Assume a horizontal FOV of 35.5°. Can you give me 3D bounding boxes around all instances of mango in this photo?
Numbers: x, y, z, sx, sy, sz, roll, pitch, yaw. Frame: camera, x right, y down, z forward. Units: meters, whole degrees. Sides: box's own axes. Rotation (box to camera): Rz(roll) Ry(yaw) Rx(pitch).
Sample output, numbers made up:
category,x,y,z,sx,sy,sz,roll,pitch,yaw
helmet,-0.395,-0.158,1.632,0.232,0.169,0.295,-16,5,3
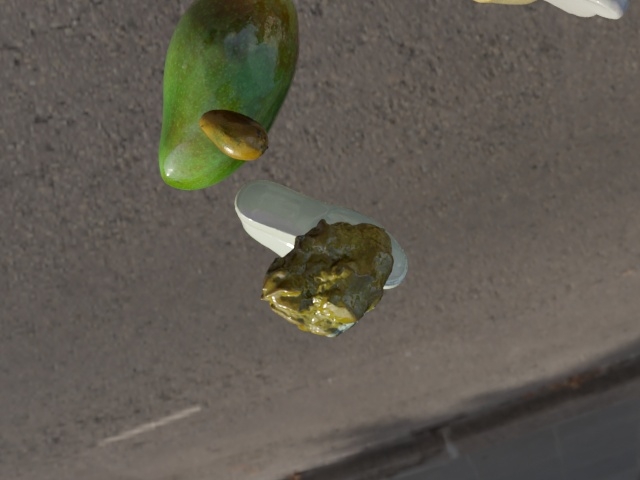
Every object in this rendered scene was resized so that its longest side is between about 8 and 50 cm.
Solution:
category,x,y,z,sx,sy,sz,roll,pitch,yaw
mango,-0.129,-0.157,1.468,0.079,0.114,0.057,-37,148,-52
mango,-0.165,-0.260,1.675,0.225,0.201,0.381,11,105,-64

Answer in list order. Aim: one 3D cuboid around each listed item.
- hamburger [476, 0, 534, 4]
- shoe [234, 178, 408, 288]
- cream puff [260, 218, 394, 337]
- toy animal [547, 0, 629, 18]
category,x,y,z,sx,sy,sz,roll,pitch,yaw
hamburger,0.325,-0.554,1.725,0.176,0.300,0.300,11,142,-29
shoe,0.000,0.000,1.444,0.265,0.095,0.110,28,158,6
cream puff,0.003,0.033,1.129,0.116,0.146,0.146,30,131,-23
toy animal,0.180,-0.239,0.626,0.181,0.131,0.127,-59,160,9
